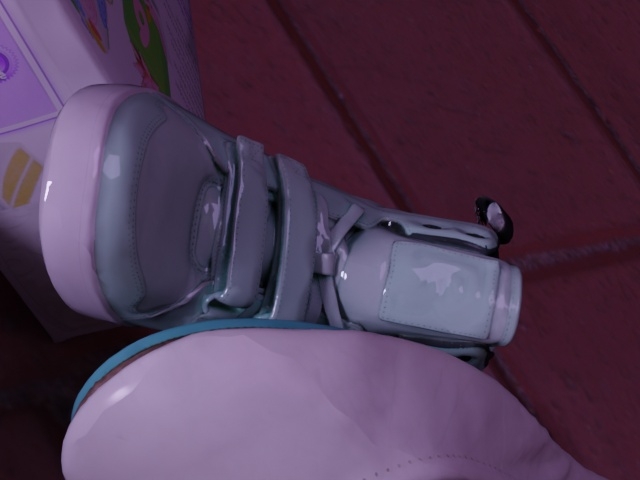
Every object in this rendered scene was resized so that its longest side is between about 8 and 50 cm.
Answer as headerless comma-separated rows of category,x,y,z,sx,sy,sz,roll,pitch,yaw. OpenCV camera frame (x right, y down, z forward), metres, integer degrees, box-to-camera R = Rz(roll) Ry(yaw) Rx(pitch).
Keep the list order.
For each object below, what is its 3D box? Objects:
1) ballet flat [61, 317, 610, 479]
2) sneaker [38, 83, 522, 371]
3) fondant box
ballet flat,0.061,0.140,0.640,0.400,0.139,0.139,31,34,-50
sneaker,0.000,0.000,0.603,0.256,0.151,0.094,30,66,-67
fondant box,-0.138,-0.154,0.725,0.238,0.096,0.330,66,10,-51
